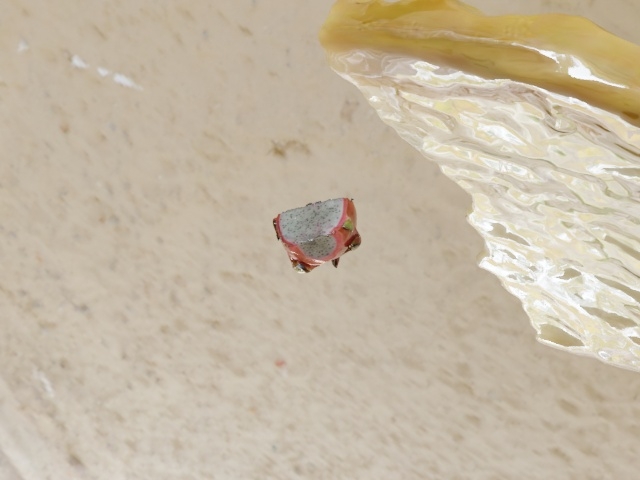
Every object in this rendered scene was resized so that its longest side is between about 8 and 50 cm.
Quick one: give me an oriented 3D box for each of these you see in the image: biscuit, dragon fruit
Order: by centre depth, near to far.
[{"bbox_3d":[0.142,-0.004,0.425,0.205,0.040,0.309,14,160,37],"label":"biscuit"},{"bbox_3d":[0.000,0.000,0.915,0.083,0.056,0.060,-15,137,12],"label":"dragon fruit"}]
